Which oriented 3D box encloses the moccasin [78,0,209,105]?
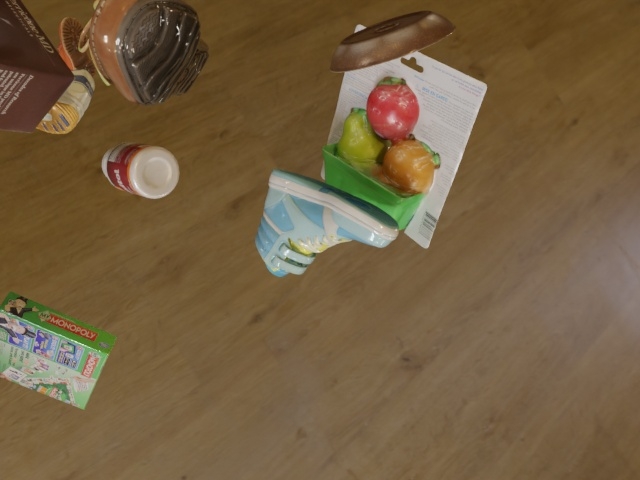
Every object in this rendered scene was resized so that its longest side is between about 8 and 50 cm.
[{"bbox_3d":[-0.224,-0.257,0.853,0.147,0.380,0.139,32,102,-10],"label":"moccasin"}]

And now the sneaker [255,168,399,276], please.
[{"bbox_3d":[0.000,0.000,1.351,0.127,0.319,0.208,11,103,-49],"label":"sneaker"}]

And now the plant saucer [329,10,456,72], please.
[{"bbox_3d":[0.103,-0.306,1.043,0.198,0.198,0.036,-36,117,-35],"label":"plant saucer"}]

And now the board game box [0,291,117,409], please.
[{"bbox_3d":[-0.546,0.233,1.397,0.213,0.317,0.046,25,50,-12],"label":"board game box"}]

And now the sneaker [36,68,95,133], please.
[{"bbox_3d":[-0.572,-0.292,1.340,0.296,0.112,0.131,15,58,13],"label":"sneaker"}]

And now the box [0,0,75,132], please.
[{"bbox_3d":[-0.547,-0.268,0.936,0.191,0.143,0.381,52,19,10],"label":"box"}]

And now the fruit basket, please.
[{"bbox_3d":[0.153,-0.210,1.397,0.327,0.353,0.165,35,31,32],"label":"fruit basket"}]

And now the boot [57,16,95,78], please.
[{"bbox_3d":[-0.564,-0.437,1.553,0.084,0.158,0.059,34,56,24],"label":"boot"}]

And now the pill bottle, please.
[{"bbox_3d":[-0.307,-0.121,1.161,0.086,0.152,0.086,-10,106,-37],"label":"pill bottle"}]
